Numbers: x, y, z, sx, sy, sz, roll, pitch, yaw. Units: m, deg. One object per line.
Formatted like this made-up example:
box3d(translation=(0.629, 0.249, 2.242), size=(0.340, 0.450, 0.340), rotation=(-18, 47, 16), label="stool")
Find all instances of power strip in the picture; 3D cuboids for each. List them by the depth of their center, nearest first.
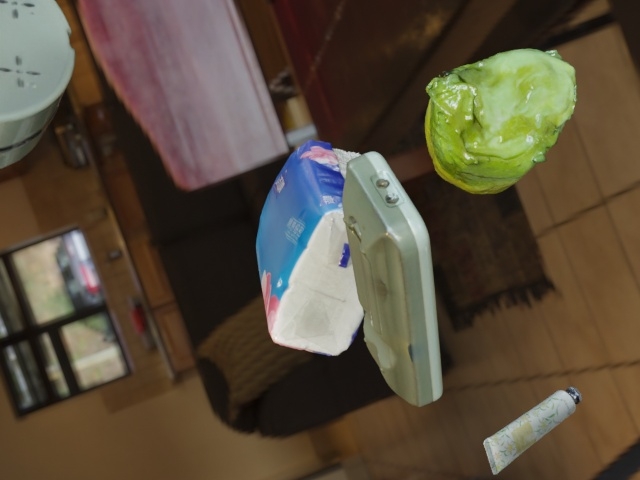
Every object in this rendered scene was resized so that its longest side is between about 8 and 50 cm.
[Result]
box3d(translation=(-0.570, -0.280, 2.009), size=(0.161, 0.357, 0.357), rotation=(-48, 59, 49), label="power strip")

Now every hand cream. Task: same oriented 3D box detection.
box3d(translation=(0.334, 0.291, 2.048), size=(0.042, 0.194, 0.067), rotation=(21, 135, 51), label="hand cream")

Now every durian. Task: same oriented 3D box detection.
box3d(translation=(0.281, -0.179, 2.047), size=(0.340, 0.256, 0.204), rotation=(92, 153, -76), label="durian")

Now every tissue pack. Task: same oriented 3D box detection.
box3d(translation=(0.000, 0.000, 1.743), size=(0.270, 0.137, 0.209), rotation=(-102, 36, -65), label="tissue pack")

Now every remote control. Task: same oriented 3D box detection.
box3d(translation=(0.074, 0.053, 1.370), size=(0.128, 0.065, 0.335), rotation=(59, 168, 35), label="remote control")
